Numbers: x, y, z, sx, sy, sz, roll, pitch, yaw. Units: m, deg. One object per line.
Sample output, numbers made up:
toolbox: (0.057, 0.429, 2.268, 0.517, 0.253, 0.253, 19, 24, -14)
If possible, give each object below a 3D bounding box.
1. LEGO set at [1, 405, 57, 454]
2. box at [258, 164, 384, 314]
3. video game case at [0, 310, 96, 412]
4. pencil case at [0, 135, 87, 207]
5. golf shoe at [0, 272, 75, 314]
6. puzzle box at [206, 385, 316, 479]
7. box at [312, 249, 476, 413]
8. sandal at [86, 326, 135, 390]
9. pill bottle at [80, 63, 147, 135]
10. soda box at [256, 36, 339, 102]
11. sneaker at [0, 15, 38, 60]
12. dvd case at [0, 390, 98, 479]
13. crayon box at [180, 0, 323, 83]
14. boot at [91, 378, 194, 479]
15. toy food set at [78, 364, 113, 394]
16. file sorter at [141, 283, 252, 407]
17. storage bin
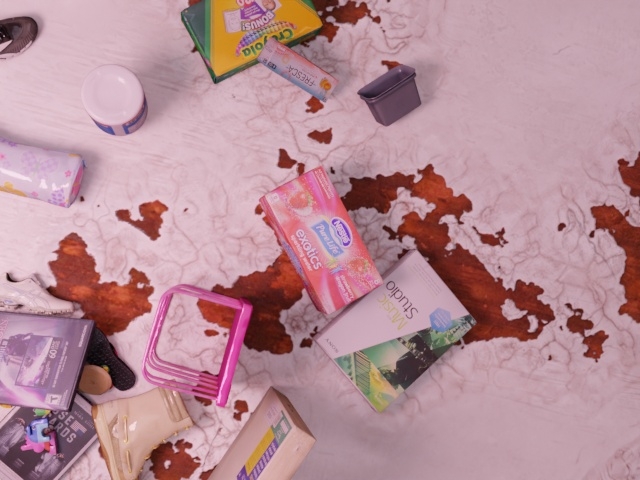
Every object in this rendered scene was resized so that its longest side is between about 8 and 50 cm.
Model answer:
LEGO set: (-0.618, 0.347, 1.587, 0.093, 0.087, 0.227, -7, 88, -11)
box: (0.000, 0.000, 1.706, 0.154, 0.142, 0.300, -28, 94, -10)
video game case: (-0.622, 0.245, 1.571, 0.274, 0.026, 0.196, 5, 61, 6)
pencil case: (-0.642, -0.158, 1.610, 0.273, 0.113, 0.124, 16, 66, -9)
golf shoe: (-0.615, 0.115, 1.635, 0.176, 0.069, 0.086, 11, 81, -11)
puzzle box: (-0.136, 0.457, 1.539, 0.052, 0.409, 0.272, 36, 84, -8)
box: (0.175, 0.211, 1.776, 0.322, 0.058, 0.232, -41, 96, -8)
sandal: (-0.477, 0.258, 1.674, 0.067, 0.040, 0.179, -35, 109, -4)
pill bottle: (-0.428, -0.287, 1.594, 0.124, 0.221, 0.124, 0, 89, -11)
soda box: (-0.049, -0.382, 1.703, 0.183, 0.058, 0.063, 26, 104, -35)
sneaker: (-0.714, -0.418, 1.604, 0.234, 0.106, 0.078, -24, 94, -10)
dvd case: (-0.603, 0.427, 1.648, 0.179, 0.029, 0.239, 44, 83, -7)
crayon box: (-0.155, -0.492, 1.718, 0.278, 0.081, 0.165, -28, 94, -10)
boot: (-0.368, 0.449, 1.659, 0.203, 0.095, 0.262, -18, 100, -18)
toy food set: (-0.494, 0.304, 1.654, 0.082, 0.020, 0.083, 7, 117, -1)
file sorter: (-0.259, 0.203, 1.584, 0.182, 0.290, 0.202, 16, 86, -7)
storage bin: (0.165, -0.335, 1.775, 0.135, 0.098, 0.091, -33, 122, -10)
